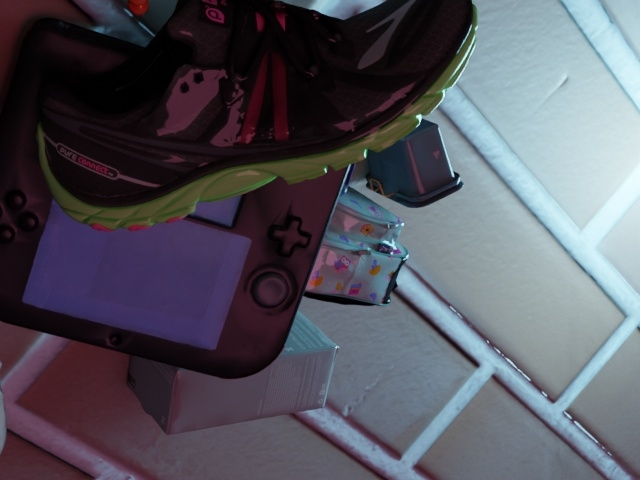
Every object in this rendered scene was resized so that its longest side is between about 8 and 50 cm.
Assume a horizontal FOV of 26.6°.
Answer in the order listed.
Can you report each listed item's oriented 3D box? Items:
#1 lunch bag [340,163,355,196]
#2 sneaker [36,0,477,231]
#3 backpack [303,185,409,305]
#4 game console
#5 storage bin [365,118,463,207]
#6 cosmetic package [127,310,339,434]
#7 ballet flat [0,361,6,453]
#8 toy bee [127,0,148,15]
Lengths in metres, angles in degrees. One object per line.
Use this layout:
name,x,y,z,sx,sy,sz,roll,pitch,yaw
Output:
lunch bag,-0.013,-0.140,1.619,0.096,0.129,0.151,-19,126,-25
sneaker,-0.062,-0.168,1.378,0.483,0.185,0.202,-22,118,-6
backpack,0.000,0.000,1.686,0.188,0.166,0.144,1,114,-39
game console,-0.184,-0.034,1.515,0.386,0.060,0.342,16,108,-16
storage bin,0.105,-0.108,1.729,0.098,0.135,0.091,-26,117,-21
cosmetic package,-0.114,0.162,1.729,0.238,0.127,0.107,-3,118,-36
ballet flat,-0.429,0.103,1.454,0.139,0.139,0.400,-43,138,-7
toy bee,-0.210,-0.309,1.358,0.298,0.162,0.195,-49,178,10
